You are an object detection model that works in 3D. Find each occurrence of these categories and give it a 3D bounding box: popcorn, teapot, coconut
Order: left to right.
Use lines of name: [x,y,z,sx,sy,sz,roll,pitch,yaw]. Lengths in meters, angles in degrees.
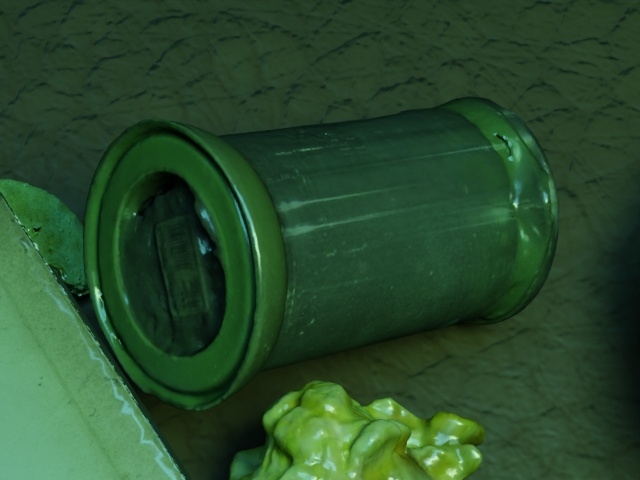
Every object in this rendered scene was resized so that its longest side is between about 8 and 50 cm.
coconut: [-0.263,0.001,1.352,0.158,0.055,0.133,-19,67,-17]
teapot: [0.000,0.000,1.278,0.337,0.270,0.200,-10,88,-40]
popcorn: [0.022,0.187,1.210,0.185,0.187,0.167,6,32,-17]

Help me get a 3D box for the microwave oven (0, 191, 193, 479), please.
microwave oven: [-0.240,0.233,1.124,0.333,0.247,0.394,-27,69,-20]
